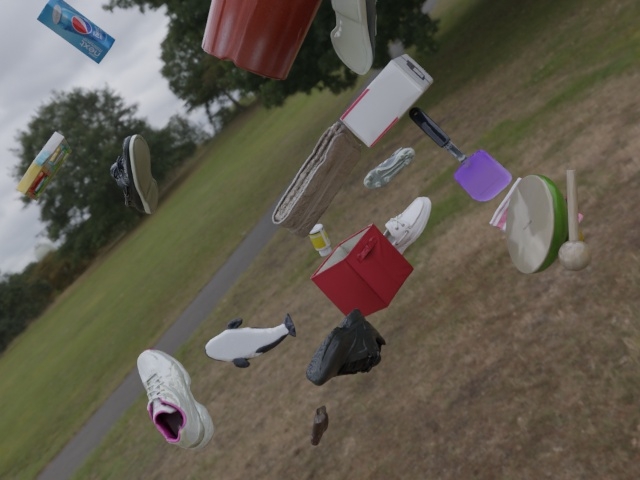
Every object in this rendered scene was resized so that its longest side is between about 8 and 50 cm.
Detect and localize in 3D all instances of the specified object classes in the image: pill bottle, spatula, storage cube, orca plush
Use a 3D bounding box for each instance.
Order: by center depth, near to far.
[{"bbox_3d":[0.270,-0.190,1.350,0.084,0.030,0.296,-44,51,10],"label":"spatula"},{"bbox_3d":[0.125,0.099,1.963,0.215,0.193,0.184,-34,11,50],"label":"storage cube"},{"bbox_3d":[-0.224,0.311,2.091,0.287,0.151,0.102,-29,-5,-9],"label":"orca plush"},{"bbox_3d":[0.000,0.000,2.529,0.065,0.116,0.065,-21,21,8],"label":"pill bottle"}]

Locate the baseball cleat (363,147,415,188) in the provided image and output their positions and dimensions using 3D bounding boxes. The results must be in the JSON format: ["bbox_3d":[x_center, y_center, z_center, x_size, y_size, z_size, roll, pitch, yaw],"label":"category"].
[{"bbox_3d":[0.241,-0.251,2.276,0.205,0.072,0.109,-32,13,10],"label":"baseball cleat"}]

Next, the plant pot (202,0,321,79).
[{"bbox_3d":[-0.127,-0.513,1.436,0.272,0.272,0.265,-86,18,-71],"label":"plant pot"}]

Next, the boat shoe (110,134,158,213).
[{"bbox_3d":[-0.572,-0.199,1.972,0.340,0.113,0.127,96,-177,-65],"label":"boat shoe"}]

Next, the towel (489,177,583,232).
[{"bbox_3d":[0.557,-0.055,1.687,0.144,0.197,0.029,-59,-2,4],"label":"towel"}]

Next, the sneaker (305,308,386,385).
[{"bbox_3d":[0.070,0.256,1.496,0.286,0.130,0.109,-36,-19,-57],"label":"sneaker"}]

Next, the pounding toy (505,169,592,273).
[{"bbox_3d":[0.435,-0.029,1.178,0.237,0.110,0.183,173,99,-80],"label":"pounding toy"}]

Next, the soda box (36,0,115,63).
[{"bbox_3d":[-0.731,-0.633,1.962,0.071,0.210,0.067,-36,33,33],"label":"soda box"}]

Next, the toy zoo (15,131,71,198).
[{"bbox_3d":[-0.792,-0.210,1.877,0.192,0.030,0.293,-59,13,-9],"label":"toy zoo"}]

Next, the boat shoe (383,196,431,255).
[{"bbox_3d":[0.254,-0.030,2.118,0.277,0.096,0.098,-58,27,14],"label":"boat shoe"}]

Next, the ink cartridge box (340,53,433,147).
[{"bbox_3d":[0.157,-0.324,1.494,0.172,0.100,0.237,-46,2,24],"label":"ink cartridge box"}]

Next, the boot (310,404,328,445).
[{"bbox_3d":[0.002,0.435,1.619,0.106,0.037,0.114,-72,-10,-50],"label":"boot"}]

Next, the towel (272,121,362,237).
[{"bbox_3d":[-0.001,-0.138,1.582,0.282,0.049,0.187,-57,-22,1],"label":"towel"}]

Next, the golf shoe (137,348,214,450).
[{"bbox_3d":[-0.390,0.395,1.663,0.115,0.306,0.140,-46,-25,8],"label":"golf shoe"}]

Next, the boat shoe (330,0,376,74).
[{"bbox_3d":[0.090,-0.479,1.420,0.099,0.116,0.319,-49,-17,-12],"label":"boat shoe"}]
